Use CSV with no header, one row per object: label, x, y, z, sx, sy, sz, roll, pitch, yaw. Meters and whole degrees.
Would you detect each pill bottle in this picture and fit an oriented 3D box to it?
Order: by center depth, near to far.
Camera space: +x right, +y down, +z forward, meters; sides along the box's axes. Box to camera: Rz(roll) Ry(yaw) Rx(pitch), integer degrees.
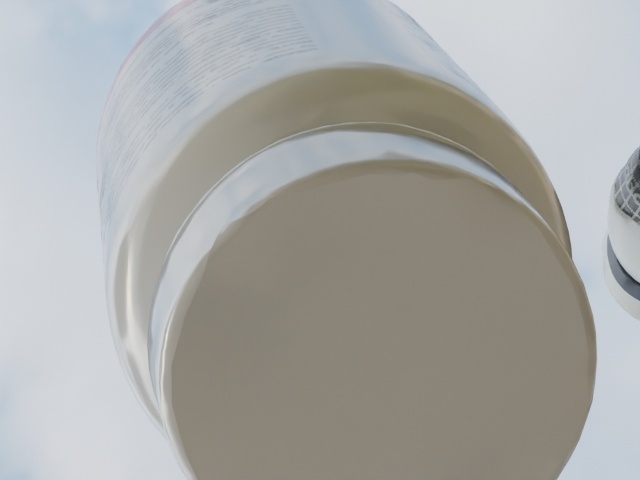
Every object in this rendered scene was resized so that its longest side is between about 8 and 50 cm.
pill bottle,0.000,0.000,0.714,0.160,0.283,0.160,-2,-73,-7

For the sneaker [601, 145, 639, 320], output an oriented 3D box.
sneaker,0.239,-0.014,0.832,0.235,0.095,0.090,-7,-125,-4
